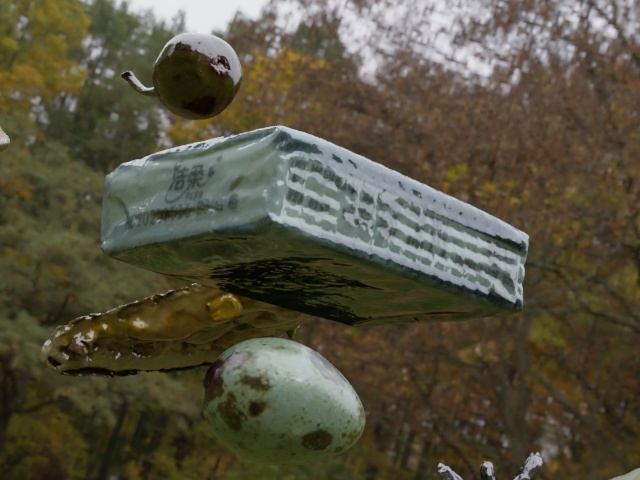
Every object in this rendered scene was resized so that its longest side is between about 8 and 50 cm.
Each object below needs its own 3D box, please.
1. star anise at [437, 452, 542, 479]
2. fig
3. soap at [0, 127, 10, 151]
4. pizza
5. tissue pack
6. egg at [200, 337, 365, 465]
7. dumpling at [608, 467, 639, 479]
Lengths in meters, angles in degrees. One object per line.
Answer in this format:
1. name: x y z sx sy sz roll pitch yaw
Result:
1. star anise: 0.141 0.232 0.885 0.141 0.141 0.042 14 -19 17
2. fig: -0.216 -0.230 1.579 0.236 0.124 0.124 -1 -24 43
3. soap: -0.492 -0.104 1.207 0.160 0.080 0.257 -14 3 33
4. pizza: -0.153 0.134 1.656 0.435 0.080 0.392 -15 -14 5
5. tissue pack: 0.000 0.000 0.965 0.316 0.103 0.228 20 -21 -41
6. egg: -0.048 0.221 1.483 0.231 0.169 0.169 21 -15 -15
7. dumpling: 0.173 0.237 0.642 0.132 0.162 0.250 12 -46 28
